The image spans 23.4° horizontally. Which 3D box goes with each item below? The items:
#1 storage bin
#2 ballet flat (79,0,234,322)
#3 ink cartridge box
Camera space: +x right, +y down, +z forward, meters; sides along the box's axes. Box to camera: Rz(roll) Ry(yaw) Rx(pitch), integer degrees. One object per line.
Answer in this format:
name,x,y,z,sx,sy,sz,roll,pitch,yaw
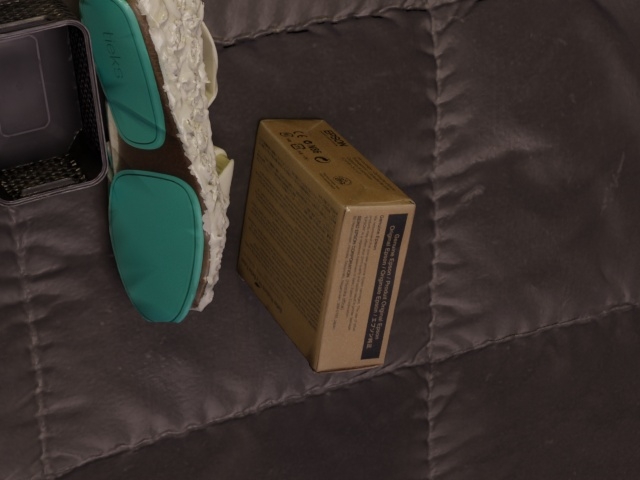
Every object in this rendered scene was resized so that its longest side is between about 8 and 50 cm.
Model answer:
storage bin,-0.287,-0.138,1.520,0.122,0.084,0.180,-16,122,-19
ballet flat,-0.146,-0.105,1.592,0.147,0.147,0.409,-16,123,-19
ink cartridge box,0.000,0.000,1.652,0.088,0.235,0.193,-4,118,-25
